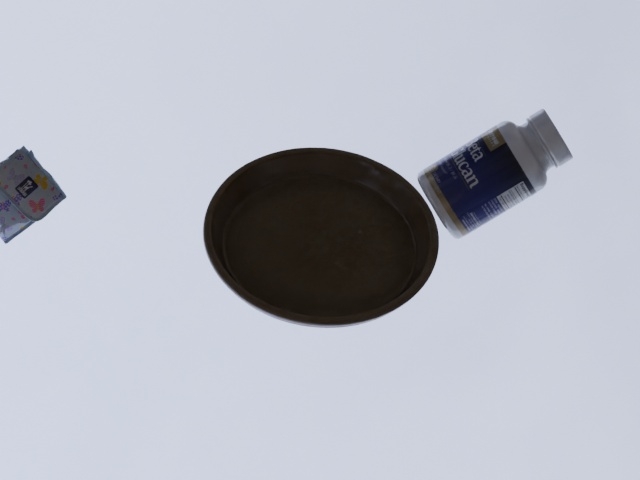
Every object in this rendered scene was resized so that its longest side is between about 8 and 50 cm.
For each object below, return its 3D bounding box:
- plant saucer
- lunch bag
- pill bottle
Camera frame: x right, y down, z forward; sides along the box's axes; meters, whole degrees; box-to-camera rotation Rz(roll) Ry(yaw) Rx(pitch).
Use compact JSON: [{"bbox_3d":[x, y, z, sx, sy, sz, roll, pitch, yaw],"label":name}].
[{"bbox_3d":[0.000,0.000,1.786,0.041,0.278,0.278,96,-172,-48],"label":"plant saucer"},{"bbox_3d":[-0.307,-0.048,1.534,0.071,0.083,0.053,52,-154,-14],"label":"lunch bag"},{"bbox_3d":[0.207,-0.082,1.785,0.094,0.169,0.094,57,-172,-12],"label":"pill bottle"}]
